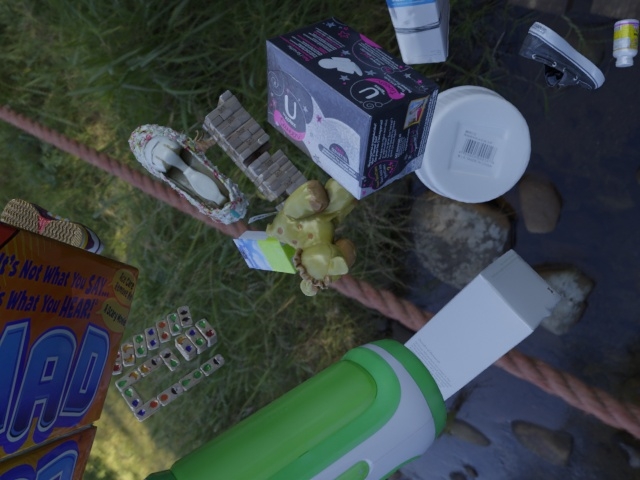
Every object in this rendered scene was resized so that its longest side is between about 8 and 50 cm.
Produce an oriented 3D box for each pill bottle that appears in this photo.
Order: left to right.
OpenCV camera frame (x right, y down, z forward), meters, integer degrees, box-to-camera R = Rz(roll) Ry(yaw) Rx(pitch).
[{"bbox_3d":[0.593,-0.383,1.136,0.043,0.043,0.083,5,97,39],"label":"pill bottle"}]

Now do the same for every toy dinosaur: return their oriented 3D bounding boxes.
[{"bbox_3d":[-0.357,-0.237,1.610,0.112,0.064,0.211,40,112,-18],"label":"toy dinosaur"}]

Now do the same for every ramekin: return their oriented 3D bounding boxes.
[{"bbox_3d":[0.354,-0.220,1.375,0.277,0.135,0.277,0,106,1],"label":"ramekin"}]

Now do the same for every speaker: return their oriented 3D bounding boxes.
[{"bbox_3d":[-0.027,0.208,0.541,0.131,0.296,0.131,43,148,36],"label":"speaker"}]

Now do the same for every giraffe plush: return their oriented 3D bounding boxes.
[{"bbox_3d":[0.000,0.000,1.060,0.170,0.210,0.181,63,169,14],"label":"giraffe plush"}]

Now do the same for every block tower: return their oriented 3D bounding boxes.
[{"bbox_3d":[-0.151,-0.201,1.437,0.335,0.097,0.091,50,165,-7],"label":"block tower"}]

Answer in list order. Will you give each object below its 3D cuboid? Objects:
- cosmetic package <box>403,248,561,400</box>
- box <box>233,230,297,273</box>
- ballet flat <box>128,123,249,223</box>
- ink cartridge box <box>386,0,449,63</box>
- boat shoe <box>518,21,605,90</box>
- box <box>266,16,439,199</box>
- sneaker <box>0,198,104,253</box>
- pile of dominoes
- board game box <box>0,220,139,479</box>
[{"bbox_3d":[0.318,0.208,1.275,0.155,0.197,0.365,48,126,16],"label":"cosmetic package"},{"bbox_3d":[-0.139,0.029,1.544,0.178,0.042,0.109,4,130,42],"label":"box"},{"bbox_3d":[-0.218,-0.117,0.951,0.241,0.091,0.077,36,178,5],"label":"ballet flat"},{"bbox_3d":[0.162,-0.406,0.964,0.082,0.139,0.190,0,159,17],"label":"ink cartridge box"},{"bbox_3d":[0.465,-0.335,1.134,0.076,0.228,0.080,-56,42,19],"label":"boat shoe"},{"bbox_3d":[0.037,-0.210,0.915,0.247,0.142,0.163,45,149,31],"label":"box"},{"bbox_3d":[-0.466,-0.015,1.014,0.185,0.069,0.084,23,173,19],"label":"sneaker"},{"bbox_3d":[-0.367,0.272,1.378,0.196,0.251,0.040,44,151,24],"label":"pile of dominoes"},{"bbox_3d":[-0.418,0.137,0.481,0.357,0.356,0.356,13,172,2],"label":"board game box"}]
